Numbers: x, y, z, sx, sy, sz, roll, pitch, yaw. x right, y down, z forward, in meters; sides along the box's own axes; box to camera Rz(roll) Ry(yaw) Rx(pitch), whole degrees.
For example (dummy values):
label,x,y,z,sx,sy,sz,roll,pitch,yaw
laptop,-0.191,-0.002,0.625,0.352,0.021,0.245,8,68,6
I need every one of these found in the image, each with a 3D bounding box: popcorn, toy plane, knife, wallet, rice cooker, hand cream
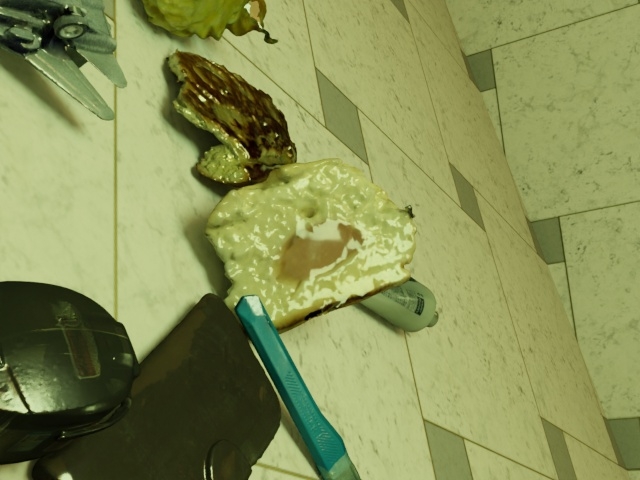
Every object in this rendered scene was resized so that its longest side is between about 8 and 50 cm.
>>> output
label,x,y,z,sx,sy,sz,roll,pitch,yaw
popcorn,-0.150,-0.332,1.046,0.195,0.173,0.168,70,43,-72
toy plane,-0.290,-0.223,0.721,0.267,0.088,0.212,7,60,-62
knife,-0.020,0.183,0.906,0.026,0.044,0.297,18,-43,63
wallet,-0.123,0.177,0.733,0.165,0.042,0.309,58,25,-9
rice cooker,-0.208,0.093,0.559,0.165,0.106,0.112,23,36,-60
hand cream,0.073,0.061,1.230,0.340,0.077,0.124,32,40,-38

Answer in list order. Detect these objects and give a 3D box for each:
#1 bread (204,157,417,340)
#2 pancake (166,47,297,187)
label,x,y,z,sx,sy,sz,roll,pitch,yaw
bread,0.001,-0.001,0.946,0.224,0.211,0.184,-13,86,-71
pancake,-0.104,-0.139,1.051,0.257,0.056,0.212,21,39,-47
